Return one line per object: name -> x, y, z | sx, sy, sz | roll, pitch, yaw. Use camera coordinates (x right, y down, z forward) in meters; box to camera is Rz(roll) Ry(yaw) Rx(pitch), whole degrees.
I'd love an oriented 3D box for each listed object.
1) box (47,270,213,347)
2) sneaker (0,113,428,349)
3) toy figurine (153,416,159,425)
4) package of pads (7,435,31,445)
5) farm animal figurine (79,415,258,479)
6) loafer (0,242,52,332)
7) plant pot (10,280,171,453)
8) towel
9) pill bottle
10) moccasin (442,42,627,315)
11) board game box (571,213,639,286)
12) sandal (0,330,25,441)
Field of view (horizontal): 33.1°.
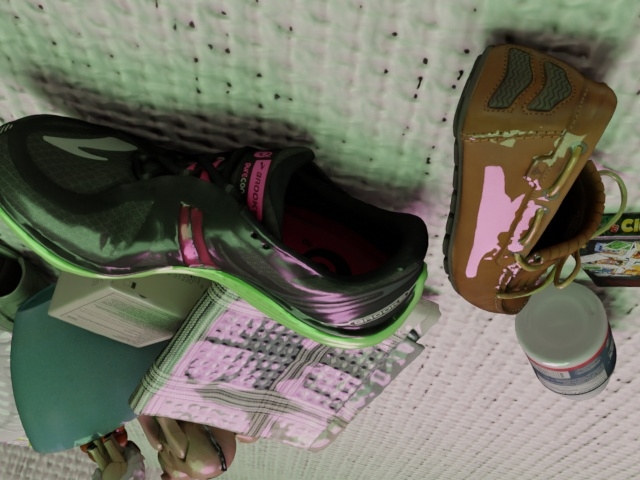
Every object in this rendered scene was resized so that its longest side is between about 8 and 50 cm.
box -> -0.240, 0.049, 1.425 | 0.148, 0.127, 0.232 | 25, 157, -26
sneaker -> -0.106, -0.043, 1.110 | 0.482, 0.185, 0.202 | 16, 141, -14
toy figurine -> -0.222, 0.250, 1.902 | 0.130, 0.173, 0.159 | -27, 151, 35
package of pads -> -0.651, 0.255, 2.052 | 0.296, 0.229, 0.101 | 18, 158, -9
farm animal figurine -> -0.195, 0.294, 1.657 | 0.172, 0.330, 0.327 | 63, 169, -8
loafer -> -0.491, 0.070, 1.655 | 0.111, 0.112, 0.319 | 8, 159, 37
plant pot -> -0.351, 0.157, 1.623 | 0.290, 0.290, 0.196 | -12, 110, 48
towel -> -0.038, 0.154, 1.379 | 0.324, 0.056, 0.312 | 19, 122, -33
pill bottle -> 0.305, 0.130, 1.313 | 0.107, 0.108, 0.180 | 5, 157, 23
moccasin -> 0.196, -0.032, 0.966 | 0.146, 0.139, 0.380 | 18, 151, 14
board game box -> 0.385, 0.012, 1.081 | 0.259, 0.030, 0.136 | -1, 152, 33
sandal -> -0.562, 0.187, 1.869 | 0.169, 0.102, 0.416 | 9, 128, 4
